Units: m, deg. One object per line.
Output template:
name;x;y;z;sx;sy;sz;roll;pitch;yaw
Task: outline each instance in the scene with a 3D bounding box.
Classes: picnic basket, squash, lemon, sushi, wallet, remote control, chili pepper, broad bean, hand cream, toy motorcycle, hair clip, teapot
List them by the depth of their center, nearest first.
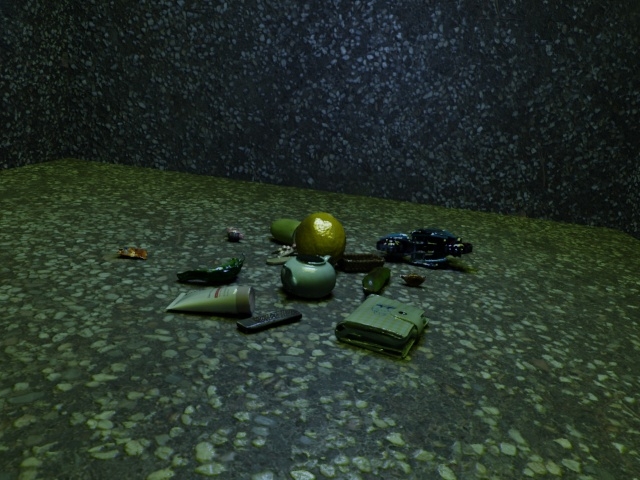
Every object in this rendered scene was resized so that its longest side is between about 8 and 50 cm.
remote control;-0.145;0.232;1.581;0.212;0.028;0.059;-6;16;-42
wallet;0.194;0.243;1.623;0.224;0.077;0.309;9;14;21
hand cream;-0.323;0.178;1.630;0.248;0.083;0.133;-2;12;4
teapot;-0.039;0.116;1.862;0.193;0.129;0.294;17;18;32
chili pepper;-0.351;0.106;1.883;0.279;0.065;0.122;-12;28;-42
broad bean;0.203;0.145;1.997;0.077;0.061;0.339;24;19;15
sushi;0.353;0.148;2.073;0.099;0.050;0.047;13;21;-2
lemon;0.000;0.000;2.138;0.204;0.204;0.260;4;51;-10
picnic basket;0.163;0.089;2.200;0.194;0.054;0.110;-1;16;-27
hair clip;-0.116;0.040;2.265;0.214;0.062;0.056;-14;55;-42
toy motorcycle;0.457;0.027;2.410;0.417;0.172;0.232;-1;8;6
squash;-0.148;-0.038;2.437;0.187;0.123;0.123;14;16;37

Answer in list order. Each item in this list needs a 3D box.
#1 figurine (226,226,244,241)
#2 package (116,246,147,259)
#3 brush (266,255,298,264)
figurine;-0.380;-0.027;2.409;0.072;0.054;0.129;18;4;-16
package;-0.699;0.044;2.019;0.111;0.032;0.077;7;4;-17
brush;-0.074;0.074;2.219;0.337;0.020;0.085;-5;20;-34
